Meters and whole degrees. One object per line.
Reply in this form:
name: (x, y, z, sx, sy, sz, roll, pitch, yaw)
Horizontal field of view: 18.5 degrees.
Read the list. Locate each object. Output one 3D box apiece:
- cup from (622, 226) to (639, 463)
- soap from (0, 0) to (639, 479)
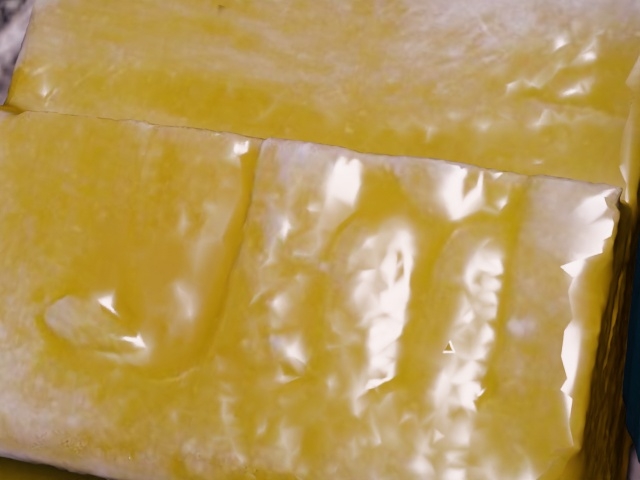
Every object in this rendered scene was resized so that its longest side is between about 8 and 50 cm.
cup: (0.219, -0.059, 0.648, 0.242, 0.292, 0.308, -4, 33, -10)
soap: (0.000, 0.000, 0.807, 0.281, 0.143, 0.259, 7, 74, 20)
